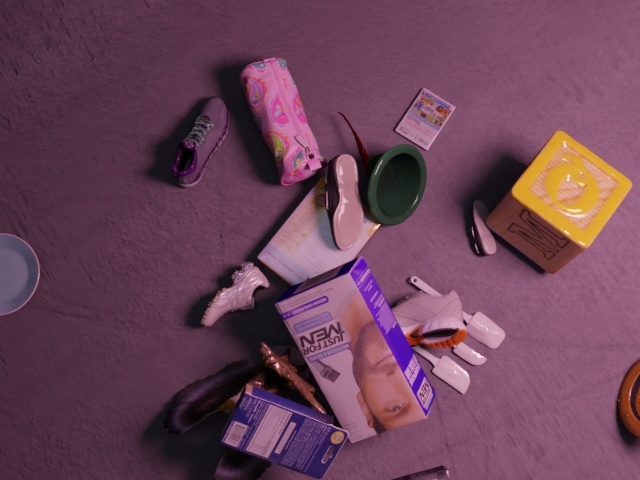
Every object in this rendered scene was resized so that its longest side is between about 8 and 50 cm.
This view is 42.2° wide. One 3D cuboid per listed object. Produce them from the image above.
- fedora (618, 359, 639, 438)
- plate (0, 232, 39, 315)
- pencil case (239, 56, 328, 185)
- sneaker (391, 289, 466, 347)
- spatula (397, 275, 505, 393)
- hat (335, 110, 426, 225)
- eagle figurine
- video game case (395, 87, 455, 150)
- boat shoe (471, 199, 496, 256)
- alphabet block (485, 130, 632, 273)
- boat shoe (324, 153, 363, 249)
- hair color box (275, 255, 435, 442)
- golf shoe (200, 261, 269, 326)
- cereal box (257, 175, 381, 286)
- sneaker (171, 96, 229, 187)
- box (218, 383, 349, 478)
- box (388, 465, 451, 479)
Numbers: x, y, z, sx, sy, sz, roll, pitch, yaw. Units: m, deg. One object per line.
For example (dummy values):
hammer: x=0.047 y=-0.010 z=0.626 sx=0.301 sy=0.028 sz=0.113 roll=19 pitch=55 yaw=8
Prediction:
fedora: x=0.714 y=0.329 z=1.717 sx=0.079 sy=0.194 sz=0.194 roll=27 pitch=81 yaw=-31
plate: x=-0.724 y=0.077 z=1.873 sx=0.188 sy=0.024 sz=0.188 roll=0 pitch=81 yaw=2
pencil case: x=-0.081 y=-0.266 z=1.848 sx=0.124 sy=0.124 sz=0.284 roll=-22 pitch=80 yaw=-1
sneaker: x=0.183 y=0.169 z=1.779 sx=0.263 sy=0.099 sz=0.121 roll=-6 pitch=53 yaw=16
spatula: x=0.262 y=0.196 z=1.812 sx=0.242 sy=0.019 sz=0.168 roll=36 pitch=89 yaw=9
hat: x=0.119 y=-0.154 z=1.864 sx=0.184 sy=0.173 sz=0.208 roll=22 pitch=94 yaw=47
eagle figurine: x=-0.159 y=0.349 z=1.743 sx=0.298 sy=0.225 sz=0.226 roll=-49 pitch=36 yaw=24
video game case: x=0.239 y=-0.277 z=1.892 sx=0.087 sy=0.011 sz=0.122 roll=33 pitch=84 yaw=8
boat shoe: x=0.353 y=-0.026 z=1.831 sx=0.046 sy=0.038 sz=0.125 roll=-9 pitch=80 yaw=-32
alphabet block: x=0.493 y=-0.076 z=1.738 sx=0.193 sy=0.197 sz=0.192 roll=37 pitch=74 yaw=7
boat shoe: x=0.045 y=-0.083 z=1.802 sx=0.075 sy=0.065 sz=0.206 roll=-4 pitch=94 yaw=-30
hair color box: x=0.073 y=0.225 z=1.692 sx=0.185 sy=0.110 sz=0.338 roll=-25 pitch=100 yaw=24
golf shoe: x=-0.186 y=0.134 z=1.818 sx=0.086 sy=0.069 sz=0.176 roll=41 pitch=86 yaw=2
cereal box: x=0.000 y=0.000 z=1.839 sx=0.173 sy=0.047 sz=0.240 roll=39 pitch=85 yaw=7
sneaker: x=-0.269 y=-0.228 z=1.863 sx=0.083 sy=0.098 sz=0.223 roll=20 pitch=82 yaw=6
box: x=-0.071 y=0.381 z=1.638 sx=0.225 sy=0.036 sz=0.136 roll=24 pitch=112 yaw=-10
box: x=0.115 y=0.672 z=1.699 sx=0.395 sy=0.097 sz=0.318 roll=-16 pitch=82 yaw=0
